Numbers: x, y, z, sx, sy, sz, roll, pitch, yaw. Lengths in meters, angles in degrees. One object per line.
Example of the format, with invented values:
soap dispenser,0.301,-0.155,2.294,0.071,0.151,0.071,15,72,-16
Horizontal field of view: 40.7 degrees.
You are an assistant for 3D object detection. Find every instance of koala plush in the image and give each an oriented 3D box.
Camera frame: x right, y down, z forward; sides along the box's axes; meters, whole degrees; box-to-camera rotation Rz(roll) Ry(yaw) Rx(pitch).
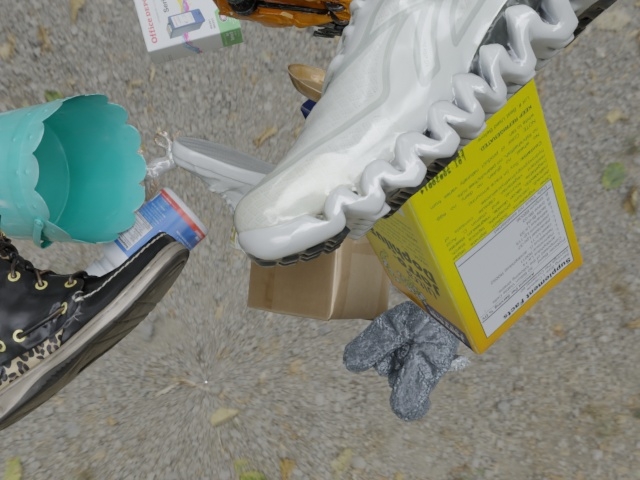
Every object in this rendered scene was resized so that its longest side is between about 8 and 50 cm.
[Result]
koala plush,0.193,0.205,1.646,0.196,0.221,0.203,43,105,20

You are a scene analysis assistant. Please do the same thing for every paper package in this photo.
paper package,0.000,0.000,1.847,0.168,0.309,0.325,3,91,-40

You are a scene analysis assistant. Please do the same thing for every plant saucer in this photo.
plant saucer,0.004,-0.146,0.833,0.083,0.083,0.015,23,114,-3

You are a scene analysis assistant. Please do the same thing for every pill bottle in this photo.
pill bottle,-0.328,0.015,1.612,0.221,0.124,0.124,-44,88,-6

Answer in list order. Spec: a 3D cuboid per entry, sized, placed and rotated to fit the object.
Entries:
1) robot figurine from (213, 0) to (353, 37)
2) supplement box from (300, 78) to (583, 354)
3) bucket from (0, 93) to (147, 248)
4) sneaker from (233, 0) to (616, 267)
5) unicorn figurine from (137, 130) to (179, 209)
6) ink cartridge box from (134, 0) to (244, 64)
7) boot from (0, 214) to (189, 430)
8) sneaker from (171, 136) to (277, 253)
robot figurine,-0.035,-0.369,1.251,0.291,0.211,0.085,9,81,15
supplement box,0.160,-0.062,1.068,0.194,0.356,0.195,-39,44,-10
bucket,-0.462,-0.120,1.526,0.183,0.281,0.281,-1,79,29
sneaker,0.052,-0.104,0.448,0.118,0.110,0.292,45,76,-1
unicorn figurine,-0.343,-0.152,1.782,0.162,0.060,0.111,-32,91,4
ink cartridge box,-0.292,-0.495,1.900,0.212,0.093,0.154,-15,82,-2
boot,-0.392,0.048,1.154,0.377,0.138,0.284,-41,84,9
sneaker,-0.141,-0.060,1.484,0.292,0.108,0.169,20,111,-22
